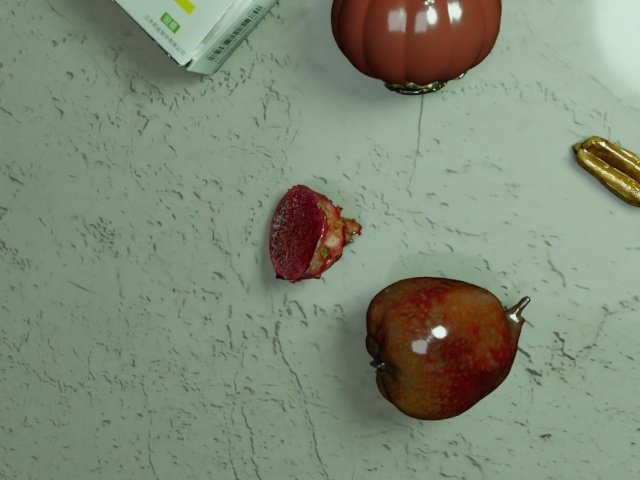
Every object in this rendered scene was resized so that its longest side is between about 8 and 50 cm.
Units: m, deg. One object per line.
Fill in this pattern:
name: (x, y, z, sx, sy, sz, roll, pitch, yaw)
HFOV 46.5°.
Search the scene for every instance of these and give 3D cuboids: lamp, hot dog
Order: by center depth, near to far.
lamp: (0.126, -0.304, 0.982, 0.227, 0.227, 0.226, 2, 100, 12)
hot dog: (0.421, -0.097, 1.050, 0.144, 0.038, 0.062, 35, 108, 7)

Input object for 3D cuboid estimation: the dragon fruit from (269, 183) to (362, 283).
dragon fruit: (0.000, 0.000, 1.136, 0.111, 0.153, 0.153, 11, 106, -31)

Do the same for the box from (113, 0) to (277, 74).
box: (-0.227, -0.411, 1.083, 0.333, 0.145, 0.173, 45, 107, 3)

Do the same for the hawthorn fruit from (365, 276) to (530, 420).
hawthorn fruit: (0.190, 0.140, 1.066, 0.248, 0.208, 0.207, -17, 96, -3)
